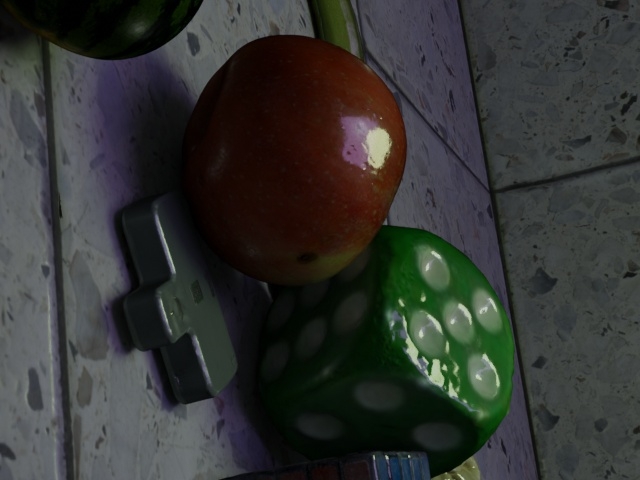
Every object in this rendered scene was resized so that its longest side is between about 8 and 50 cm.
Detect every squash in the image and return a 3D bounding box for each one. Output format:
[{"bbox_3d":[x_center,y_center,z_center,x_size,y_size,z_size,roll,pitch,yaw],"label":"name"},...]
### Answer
[{"bbox_3d":[0.042,-0.410,2.361,0.094,0.094,0.341,0,76,-71],"label":"squash"}]

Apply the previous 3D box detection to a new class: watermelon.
[{"bbox_3d":[-0.242,-0.328,1.242,0.269,0.269,0.269,-13,90,-71],"label":"watermelon"}]

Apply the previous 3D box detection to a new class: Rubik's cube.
[{"bbox_3d":[0.023,0.414,1.531,0.237,0.238,0.237,24,56,-66],"label":"Rubik's cube"}]

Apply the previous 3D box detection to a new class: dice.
[{"bbox_3d":[0.096,0.175,1.704,0.300,0.297,0.287,39,39,-26],"label":"dice"}]

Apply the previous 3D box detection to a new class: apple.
[{"bbox_3d":[-0.044,-0.112,1.554,0.277,0.348,0.348,24,44,-19],"label":"apple"}]

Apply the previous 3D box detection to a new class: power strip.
[{"bbox_3d":[-0.187,0.078,1.418,0.193,0.059,0.265,-46,121,-73],"label":"power strip"}]

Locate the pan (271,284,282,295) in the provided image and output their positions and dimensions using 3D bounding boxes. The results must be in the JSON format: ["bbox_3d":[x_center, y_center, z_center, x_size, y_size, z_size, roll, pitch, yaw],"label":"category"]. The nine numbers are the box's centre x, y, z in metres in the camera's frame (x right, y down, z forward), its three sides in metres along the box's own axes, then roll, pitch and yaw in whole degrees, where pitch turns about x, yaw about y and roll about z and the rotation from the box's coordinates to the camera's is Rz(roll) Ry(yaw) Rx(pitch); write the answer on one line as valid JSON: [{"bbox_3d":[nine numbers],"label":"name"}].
[{"bbox_3d":[-0.068,0.039,1.816,0.212,0.040,0.115,47,35,-69],"label":"pan"}]

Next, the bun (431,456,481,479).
[{"bbox_3d":[0.142,0.397,1.843,0.259,0.259,0.160,-74,159,-55],"label":"bun"}]

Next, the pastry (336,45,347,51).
[{"bbox_3d":[0.038,-0.225,2.151,0.329,0.136,0.329,-13,90,-70],"label":"pastry"}]
